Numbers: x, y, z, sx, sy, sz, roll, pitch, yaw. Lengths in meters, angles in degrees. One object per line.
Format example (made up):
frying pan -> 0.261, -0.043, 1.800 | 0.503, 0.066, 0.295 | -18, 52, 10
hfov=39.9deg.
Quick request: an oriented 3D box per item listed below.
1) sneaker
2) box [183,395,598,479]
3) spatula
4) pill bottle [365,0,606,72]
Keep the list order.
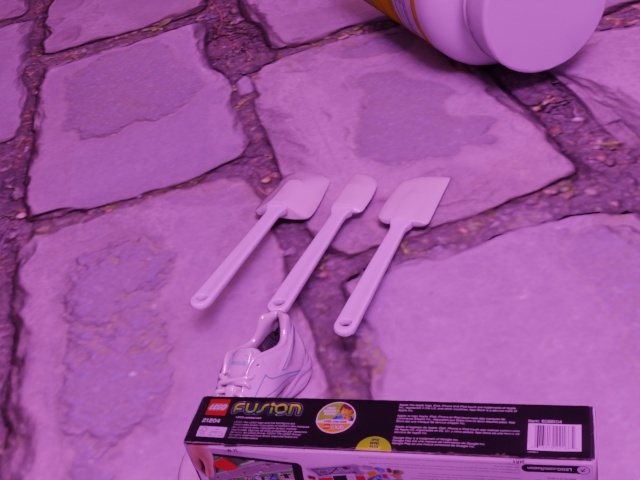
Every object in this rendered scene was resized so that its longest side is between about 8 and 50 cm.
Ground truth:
sneaker -> -0.056, 0.108, 0.593 | 0.054, 0.061, 0.152 | 6, 41, 24
box -> 0.040, 0.136, 0.471 | 0.207, 0.114, 0.036 | -1, 37, 17
spatula -> 0.000, 0.000, 0.747 | 0.168, 0.019, 0.242 | 8, 35, 20
pill bottle -> 0.160, -0.308, 0.982 | 0.188, 0.187, 0.334 | -22, 36, -11
